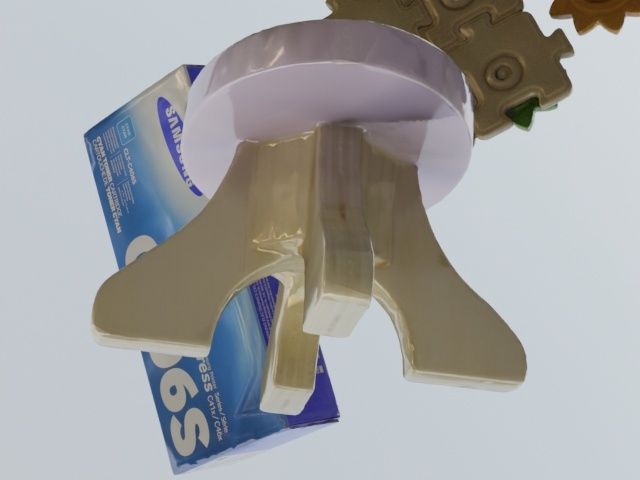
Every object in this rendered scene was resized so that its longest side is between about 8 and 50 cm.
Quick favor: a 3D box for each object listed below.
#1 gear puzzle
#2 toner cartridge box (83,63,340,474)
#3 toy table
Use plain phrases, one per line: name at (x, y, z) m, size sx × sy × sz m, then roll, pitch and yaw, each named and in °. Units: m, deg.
gear puzzle at (0.094, -0.135, 1.121) m, size 0.175 × 0.339 × 0.044 m, roll 65°, pitch -173°, yaw 26°
toner cartridge box at (-0.107, 0.028, 1.392) m, size 0.075 × 0.165 × 0.347 m, roll -2°, pitch -109°, yaw -48°
toy table at (0.000, 0.000, 0.892) m, size 0.252 × 0.274 × 0.160 m, roll 4°, pitch -110°, yaw 4°
